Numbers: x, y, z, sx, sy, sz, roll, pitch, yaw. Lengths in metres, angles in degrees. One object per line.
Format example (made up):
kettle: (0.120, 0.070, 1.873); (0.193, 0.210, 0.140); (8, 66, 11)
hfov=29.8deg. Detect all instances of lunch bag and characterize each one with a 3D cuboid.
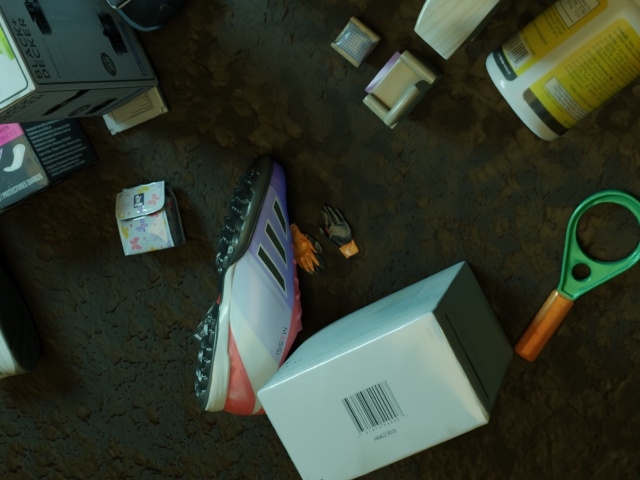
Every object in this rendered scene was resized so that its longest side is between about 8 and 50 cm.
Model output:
lunch bag: (-0.215, -0.028, 1.498); (0.071, 0.053, 0.083); (-10, 92, 16)

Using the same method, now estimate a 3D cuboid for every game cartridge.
game cartridge: (-0.233, -0.170, 1.484); (0.083, 0.017, 0.056); (-20, 102, 19)

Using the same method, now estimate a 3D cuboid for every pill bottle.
pill bottle: (0.291, -0.211, 1.274); (0.208, 0.119, 0.119); (-38, 92, 21)

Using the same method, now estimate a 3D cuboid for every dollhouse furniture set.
dollhouse furniture set: (0.050, -0.316, 1.270); (0.303, 0.198, 0.286); (42, 111, 2)

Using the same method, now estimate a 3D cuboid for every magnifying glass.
magnifying glass: (0.298, 0.043, 1.393); (0.092, 0.026, 0.231); (33, 109, 5)

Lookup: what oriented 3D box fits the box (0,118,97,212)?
box: (-0.424, -0.168, 1.468); (0.165, 0.143, 0.270); (-26, 96, 19)

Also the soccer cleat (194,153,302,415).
soccer cleat: (-0.070, 0.057, 1.457); (0.116, 0.108, 0.318); (10, 95, -14)

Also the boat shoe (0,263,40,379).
boat shoe: (-0.473, 0.038, 1.554); (0.103, 0.118, 0.320); (-19, 105, 15)

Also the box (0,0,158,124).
box: (-0.308, -0.224, 1.335); (0.087, 0.290, 0.169); (-25, 89, 20)

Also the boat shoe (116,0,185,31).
boat shoe: (-0.247, -0.370, 1.400); (0.089, 0.109, 0.258); (-32, 110, 22)

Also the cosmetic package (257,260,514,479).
cosmetic package: (0.081, 0.149, 1.371); (0.224, 0.224, 0.138); (-27, 94, 20)

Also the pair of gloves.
pair of gloves: (0.000, 0.000, 1.468); (0.083, 0.010, 0.074); (-29, 95, 19)

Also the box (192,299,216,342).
box: (-0.112, 0.119, 1.526); (0.083, 0.018, 0.067); (36, 111, 4)

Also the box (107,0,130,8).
box: (-0.198, -0.437, 1.221); (0.182, 0.294, 0.296); (-30, 112, 21)

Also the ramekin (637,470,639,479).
ramekin: (0.508, 0.329, 1.342); (0.303, 0.148, 0.303); (4, 105, 14)
